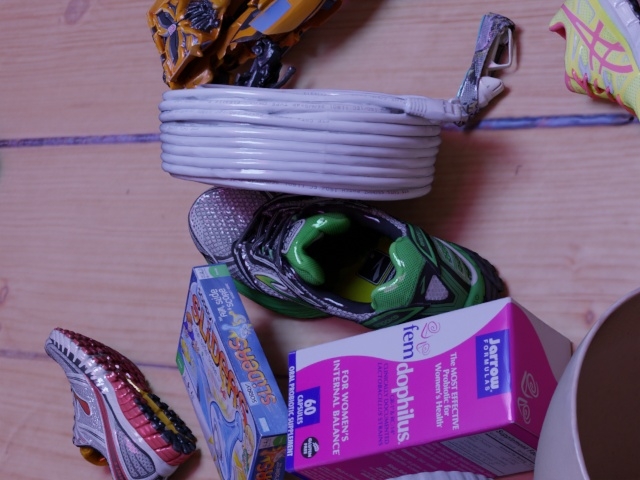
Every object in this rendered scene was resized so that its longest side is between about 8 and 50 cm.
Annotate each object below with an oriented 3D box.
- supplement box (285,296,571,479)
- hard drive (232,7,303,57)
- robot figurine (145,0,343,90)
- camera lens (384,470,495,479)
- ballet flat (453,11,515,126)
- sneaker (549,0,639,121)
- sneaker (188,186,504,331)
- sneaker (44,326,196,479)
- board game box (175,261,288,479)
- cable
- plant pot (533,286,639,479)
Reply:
[{"bbox_3d":[0.090,0.137,1.368,0.220,0.114,0.111,-16,58,30],"label":"supplement box"},{"bbox_3d":[-0.030,-0.259,1.720,0.135,0.022,0.094,-47,48,10],"label":"hard drive"},{"bbox_3d":[-0.069,-0.256,1.668,0.291,0.085,0.211,-41,50,24],"label":"robot figurine"},{"bbox_3d":[0.089,0.335,1.195,0.219,0.219,0.274,-33,51,21],"label":"camera lens"},{"bbox_3d":[0.154,-0.156,1.516,0.041,0.041,0.114,9,75,40],"label":"ballet flat"},{"bbox_3d":[0.257,-0.144,1.409,0.094,0.081,0.208,-40,42,25],"label":"sneaker"},{"bbox_3d":[0.000,0.000,1.484,0.344,0.146,0.134,15,78,42],"label":"sneaker"},{"bbox_3d":[-0.217,0.165,1.611,0.092,0.088,0.225,-52,47,7],"label":"sneaker"},{"bbox_3d":[-0.080,0.139,1.499,0.136,0.035,0.201,104,150,-43],"label":"board game box"},{"bbox_3d":[-0.019,-0.092,1.481,0.257,0.257,0.089,-157,68,-72],"label":"cable"},{"bbox_3d":[0.258,0.192,1.132,0.191,0.284,0.284,122,146,-50],"label":"plant pot"}]
